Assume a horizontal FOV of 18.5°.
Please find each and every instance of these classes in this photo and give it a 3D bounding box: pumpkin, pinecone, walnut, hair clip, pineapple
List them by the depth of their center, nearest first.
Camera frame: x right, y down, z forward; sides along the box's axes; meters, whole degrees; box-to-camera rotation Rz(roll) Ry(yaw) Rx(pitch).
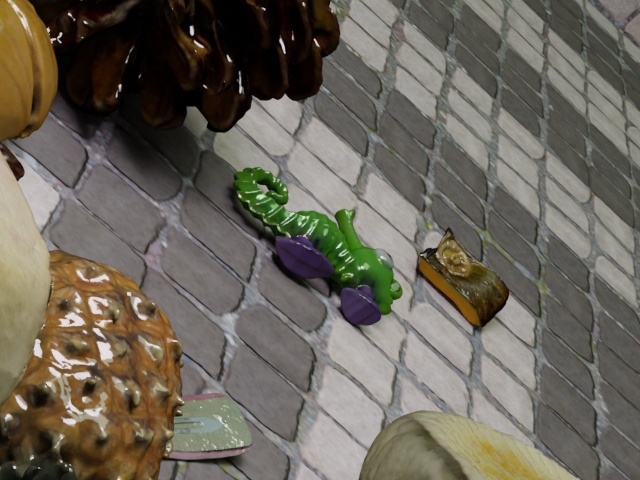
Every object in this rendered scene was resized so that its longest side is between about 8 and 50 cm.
[{"bbox_3d":[-0.162,0.142,1.096,0.158,0.158,0.278,36,36,-24],"label":"pineapple"},{"bbox_3d":[-0.098,0.125,1.365,0.137,0.022,0.054,12,41,-55],"label":"hair clip"},{"bbox_3d":[-0.275,-0.162,1.402,0.211,0.087,0.167,34,38,-3],"label":"walnut"},{"bbox_3d":[-0.124,-0.216,1.616,0.298,0.242,0.296,51,31,7],"label":"pinecone"},{"bbox_3d":[0.135,0.039,1.925,0.101,0.035,0.073,48,33,-6],"label":"pumpkin"}]

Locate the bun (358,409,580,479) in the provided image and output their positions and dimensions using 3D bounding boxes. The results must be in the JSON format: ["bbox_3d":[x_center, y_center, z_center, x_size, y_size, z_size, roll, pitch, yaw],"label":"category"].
[{"bbox_3d":[0.112,0.228,1.396,0.244,0.153,0.244,36,10,-8],"label":"bun"}]

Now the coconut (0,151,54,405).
[{"bbox_3d":[-0.267,0.010,0.995,0.259,0.259,0.259,38,23,-20],"label":"coconut"}]

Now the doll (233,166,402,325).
[{"bbox_3d":[0.000,0.000,1.724,0.190,0.050,0.115,35,28,-22],"label":"doll"}]

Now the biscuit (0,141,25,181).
[{"bbox_3d":[-0.362,-0.144,1.286,0.388,0.073,0.107,46,21,-3],"label":"biscuit"}]

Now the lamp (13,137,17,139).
[{"bbox_3d":[-0.253,-0.111,1.483,0.063,0.031,0.083,35,21,-30],"label":"lamp"}]
